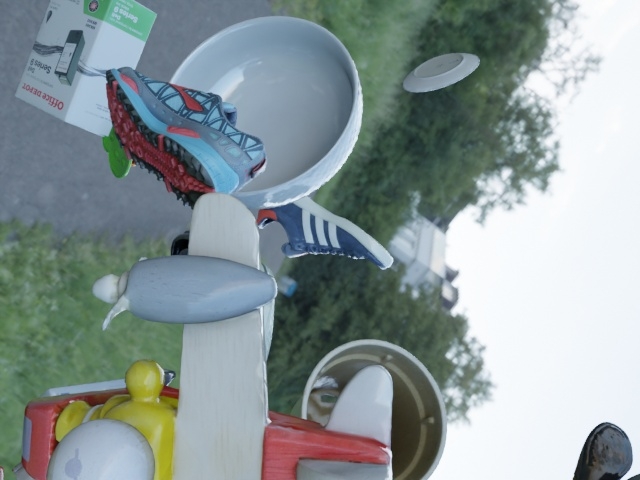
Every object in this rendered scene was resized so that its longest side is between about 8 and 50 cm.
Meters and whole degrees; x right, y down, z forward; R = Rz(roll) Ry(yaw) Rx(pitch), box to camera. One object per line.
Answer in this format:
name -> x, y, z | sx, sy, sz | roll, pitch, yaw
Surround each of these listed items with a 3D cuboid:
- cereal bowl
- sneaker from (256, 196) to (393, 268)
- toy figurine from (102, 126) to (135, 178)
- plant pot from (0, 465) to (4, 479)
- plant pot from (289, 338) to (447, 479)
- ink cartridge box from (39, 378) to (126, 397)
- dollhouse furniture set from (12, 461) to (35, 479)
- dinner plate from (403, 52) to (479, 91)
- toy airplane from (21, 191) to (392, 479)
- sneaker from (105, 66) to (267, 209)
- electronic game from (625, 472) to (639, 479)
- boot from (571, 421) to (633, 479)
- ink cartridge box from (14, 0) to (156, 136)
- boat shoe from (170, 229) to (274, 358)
cereal bowl -> -0.088, -0.198, 1.142 | 0.339, 0.339, 0.141 | -55, 156, -9
sneaker -> 0.000, 0.000, 1.626 | 0.148, 0.350, 0.131 | -58, 164, 0
toy figurine -> -0.393, -0.212, 1.562 | 0.159, 0.173, 0.130 | -2, 118, -39
plant pot -> -0.755, 0.606, 1.278 | 0.236, 0.267, 0.267 | 50, -59, 48
plant pot -> 0.070, 0.424, 1.568 | 0.334, 0.333, 0.305 | -57, -176, -28
ink cartridge box -> -0.314, 0.332, 1.095 | 0.224, 0.223, 0.045 | 2, 147, -49
dollhouse furniture set -> -0.644, 0.565, 1.592 | 0.129, 0.129, 0.183 | -28, -179, -5
dinner plate -> 0.213, -0.306, 1.221 | 0.141, 0.017, 0.141 | -18, -149, 11
toy airplane -> -0.116, 0.207, 0.635 | 0.384, 0.386, 0.272 | -46, 156, 15
sneaker -> -0.165, -0.134, 0.833 | 0.125, 0.262, 0.104 | -27, 145, -32
electronic game -> 0.588, 0.497, 1.140 | 0.229, 0.048, 0.229 | -16, -133, 18
boot -> 0.513, 0.524, 1.376 | 0.280, 0.096, 0.264 | 102, 12, -51
ink cartridge box -> -0.507, -0.396, 1.469 | 0.121, 0.211, 0.289 | 15, 99, -57
boat shoe -> -0.186, 0.095, 1.226 | 0.500, 0.156, 0.187 | -133, -130, -65
